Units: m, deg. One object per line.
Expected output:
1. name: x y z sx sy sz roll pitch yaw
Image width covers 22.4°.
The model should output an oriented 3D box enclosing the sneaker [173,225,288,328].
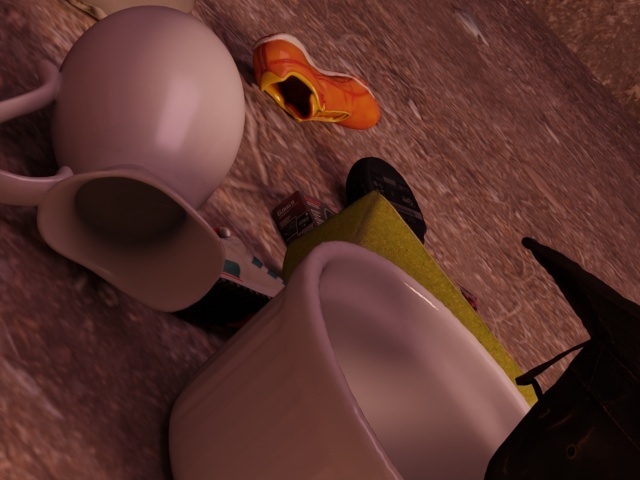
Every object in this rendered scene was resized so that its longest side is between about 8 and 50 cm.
1. sneaker: -0.049 0.027 1.109 0.161 0.057 0.075 26 37 -47

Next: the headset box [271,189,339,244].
1. headset box: 0.000 0.000 1.316 0.062 0.032 0.083 25 33 -53

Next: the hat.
1. hat: 0.170 0.147 0.856 0.331 0.134 0.331 52 -1 1

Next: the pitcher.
1. pitcher: -0.136 -0.071 1.021 0.177 0.125 0.207 25 36 -18

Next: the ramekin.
1. ramekin: 0.037 0.148 0.965 0.277 0.135 0.277 45 19 -20

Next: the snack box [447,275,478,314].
1. snack box: 0.086 0.076 1.327 0.100 0.037 0.141 35 33 -23

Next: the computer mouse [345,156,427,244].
1. computer mouse: 0.070 0.024 1.441 0.071 0.041 0.242 23 40 -40

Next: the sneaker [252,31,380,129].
1. sneaker: -0.006 -0.134 1.535 0.175 0.064 0.067 23 53 -46

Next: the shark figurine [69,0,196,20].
1. shark figurine: -0.121 -0.235 1.353 0.166 0.116 0.278 46 21 -19

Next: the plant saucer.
1. plant saucer: 0.049 0.070 1.155 0.188 0.045 0.188 51 -24 -3
